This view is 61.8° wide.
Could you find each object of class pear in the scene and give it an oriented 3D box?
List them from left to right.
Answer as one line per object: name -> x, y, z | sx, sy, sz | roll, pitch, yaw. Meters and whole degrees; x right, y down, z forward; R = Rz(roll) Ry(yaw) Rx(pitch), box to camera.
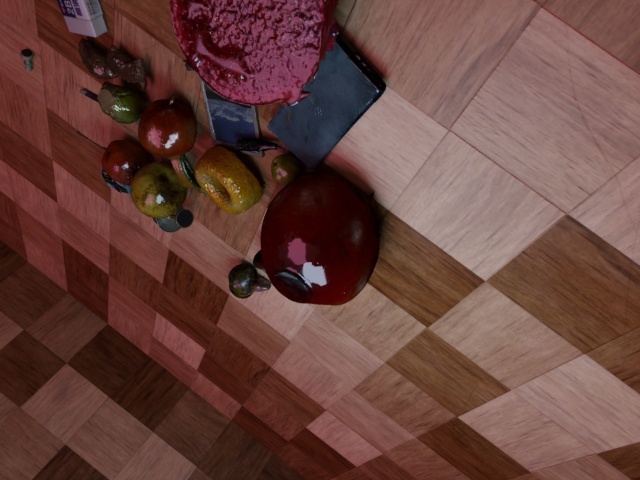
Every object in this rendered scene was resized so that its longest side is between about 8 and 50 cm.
pear -> -0.577, -0.170, 1.896 | 0.197, 0.197, 0.197 | 22, 139, 21
pear -> -0.096, -0.206, 1.563 | 0.092, 0.092, 0.097 | 0, 170, 40

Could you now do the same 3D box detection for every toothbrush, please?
toothbrush -> -0.731, -0.468, 1.873 | 0.288, 0.024, 0.026 | 28, 155, 13

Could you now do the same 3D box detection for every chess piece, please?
chess piece -> -1.072, -0.654, 1.955 | 0.042, 0.042, 0.093 | 42, 147, -3

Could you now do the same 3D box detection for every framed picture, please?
framed picture -> -0.260, -0.375, 1.580 | 0.189, 0.023, 0.260 | 18, 137, 21

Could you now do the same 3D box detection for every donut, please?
donut -> -0.298, -0.192, 1.729 | 0.253, 0.118, 0.253 | 34, 156, 17

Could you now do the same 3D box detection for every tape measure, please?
tape measure -> -0.792, -0.251, 2.093 | 0.125, 0.081, 0.146 | 20, 138, 19

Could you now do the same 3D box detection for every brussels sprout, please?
brussels sprout -> -0.644, -0.441, 1.735 | 0.155, 0.155, 0.118 | 21, 102, 23

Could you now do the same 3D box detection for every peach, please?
peach -> -0.009, 0.020, 1.538 | 0.335, 0.310, 0.406 | 24, 141, 24

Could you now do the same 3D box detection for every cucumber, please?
cucumber -> -0.180, -0.276, 1.571 | 0.163, 0.039, 0.043 | 7, 154, 32

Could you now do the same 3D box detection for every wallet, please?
wallet -> 0.006, -0.341, 1.370 | 0.190, 0.046, 0.379 | 44, 143, -4

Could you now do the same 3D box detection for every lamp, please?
lamp -> -0.559, -0.088, 2.027 | 0.214, 0.121, 0.121 | 9, 134, 48

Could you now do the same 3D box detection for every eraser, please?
eraser -> -0.720, -0.719, 1.574 | 0.124, 0.068, 0.210 | 18, 138, 22

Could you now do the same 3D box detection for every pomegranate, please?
pomegranate -> -0.279, 0.165, 2.051 | 0.163, 0.125, 0.138 | 27, 128, 14

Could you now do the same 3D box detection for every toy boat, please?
toy boat -> -0.448, -0.245, 1.829 | 0.088, 0.089, 0.230 | -15, 126, 1

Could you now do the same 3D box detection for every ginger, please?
ginger -> -0.660, -0.555, 1.674 | 0.290, 0.084, 0.122 | 24, 146, 20

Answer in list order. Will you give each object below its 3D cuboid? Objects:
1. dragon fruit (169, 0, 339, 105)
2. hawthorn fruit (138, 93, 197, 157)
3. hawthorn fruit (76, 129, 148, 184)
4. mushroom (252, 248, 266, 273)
dragon fruit -> -0.117, -0.488, 1.158 | 0.370, 0.249, 0.386 | -22, 107, 31
hawthorn fruit -> -0.468, -0.359, 1.645 | 0.179, 0.179, 0.200 | 32, 133, 10
hawthorn fruit -> -0.763, -0.312, 1.947 | 0.285, 0.165, 0.165 | 27, 141, 13
mushroom -> -0.113, 0.075, 1.795 | 0.231, 0.138, 0.194 | 19, 157, 17
